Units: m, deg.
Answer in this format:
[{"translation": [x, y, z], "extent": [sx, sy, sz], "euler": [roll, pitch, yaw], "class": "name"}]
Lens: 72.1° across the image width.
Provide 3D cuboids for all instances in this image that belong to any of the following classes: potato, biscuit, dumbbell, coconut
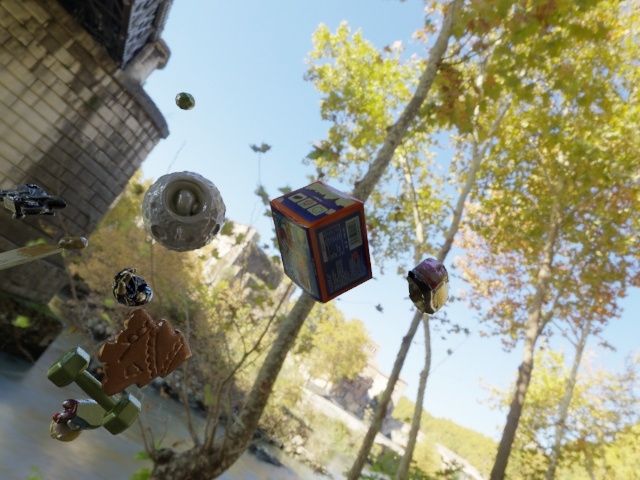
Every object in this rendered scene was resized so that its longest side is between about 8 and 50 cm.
[{"translation": [-0.749, 0.010, 1.331], "extent": [0.083, 0.040, 0.051], "euler": [1, 26, -3], "class": "potato"}, {"translation": [-0.540, 0.357, 1.393], "extent": [0.043, 0.284, 0.306], "euler": [21, 2, 43], "class": "biscuit"}, {"translation": [-0.700, 0.471, 1.375], "extent": [0.302, 0.121, 0.108], "euler": [50, 14, -14], "class": "dumbbell"}, {"translation": [-0.583, -0.597, 1.889], "extent": [0.081, 0.082, 0.083], "euler": [-5, -54, 53], "class": "coconut"}]

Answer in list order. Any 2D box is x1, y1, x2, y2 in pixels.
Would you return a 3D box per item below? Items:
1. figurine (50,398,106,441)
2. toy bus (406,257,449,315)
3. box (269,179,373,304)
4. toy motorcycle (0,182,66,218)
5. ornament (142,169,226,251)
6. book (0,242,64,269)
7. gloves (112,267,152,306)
[{"translation": [-0.893, 0.637, 1.556], "extent": [0.234, 0.128, 0.185], "euler": [-15, -30, 19], "class": "figurine"}, {"translation": [0.432, 0.185, 1.760], "extent": [0.127, 0.147, 0.303], "euler": [44, -12, 32], "class": "toy bus"}, {"translation": [0.000, 0.000, 1.716], "extent": [0.318, 0.256, 0.349], "euler": [35, -37, 49], "class": "box"}, {"translation": [-1.206, -0.170, 1.819], "extent": [0.306, 0.173, 0.108], "euler": [19, -62, 24], "class": "toy motorcycle"}, {"translation": [-0.565, -0.115, 1.824], "extent": [0.336, 0.337, 0.337], "euler": [30, -17, 10], "class": "ornament"}, {"translation": [-1.142, 0.065, 1.619], "extent": [0.207, 0.295, 0.020], "euler": [8, -69, 36], "class": "book"}, {"translation": [-0.645, 0.157, 1.483], "extent": [0.164, 0.124, 0.203], "euler": [39, -8, 11], "class": "gloves"}]
